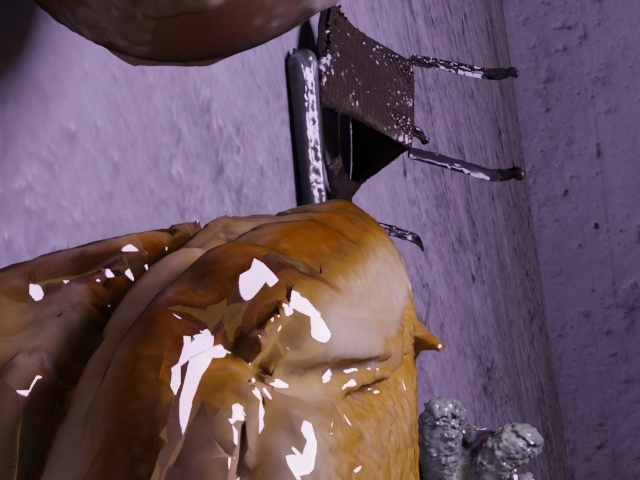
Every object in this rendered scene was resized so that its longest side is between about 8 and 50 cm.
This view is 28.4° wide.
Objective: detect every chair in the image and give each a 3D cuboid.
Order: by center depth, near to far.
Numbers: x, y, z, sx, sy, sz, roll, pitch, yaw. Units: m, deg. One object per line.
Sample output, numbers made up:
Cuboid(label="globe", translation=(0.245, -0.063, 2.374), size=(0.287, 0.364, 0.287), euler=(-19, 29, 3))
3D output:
Cuboid(label="chair", translation=(0.052, -0.102, 1.071), size=(0.213, 0.149, 0.174), euler=(22, 56, -29))

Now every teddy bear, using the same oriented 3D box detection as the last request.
Cuboid(label="teddy bear", translation=(0.143, 0.238, 1.228), size=(0.213, 0.133, 0.111), euler=(85, 27, -63))

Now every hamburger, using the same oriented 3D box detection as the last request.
Cuboid(label="hamburger", translation=(-0.039, 0.135, 0.457), size=(0.304, 0.174, 0.284), euler=(-19, 100, -74))

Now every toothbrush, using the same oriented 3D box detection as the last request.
Cuboid(label="toothbrush", translation=(0.000, 0.000, 0.948), size=(0.030, 0.030, 0.297), euler=(151, -66, -78))

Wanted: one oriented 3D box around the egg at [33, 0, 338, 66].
Cuboid(label="egg", translation=(-0.051, -0.182, 0.502), size=(0.203, 0.203, 0.245), euler=(62, 32, -56))
